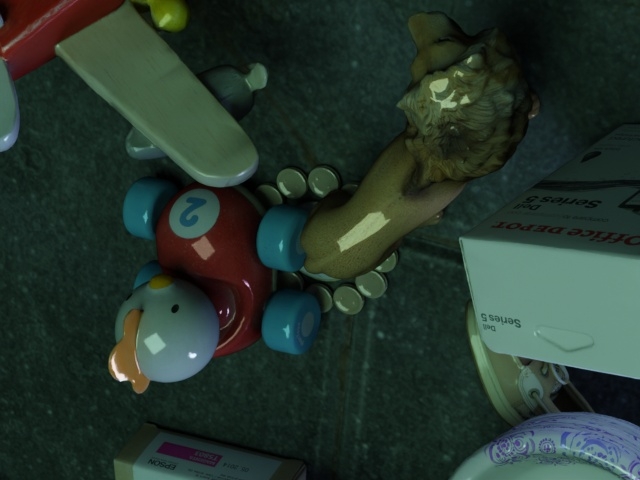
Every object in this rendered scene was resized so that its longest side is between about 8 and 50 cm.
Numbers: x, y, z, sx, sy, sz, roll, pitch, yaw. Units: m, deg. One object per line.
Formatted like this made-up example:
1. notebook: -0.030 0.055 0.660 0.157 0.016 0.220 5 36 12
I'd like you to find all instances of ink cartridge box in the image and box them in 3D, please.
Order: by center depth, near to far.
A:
1. ink cartridge box: 0.286 -0.001 1.192 0.198 0.273 0.114 7 120 45
2. ink cartridge box: -0.138 0.356 1.727 0.235 0.088 0.193 10 120 21

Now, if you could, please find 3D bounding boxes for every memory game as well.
1. memory game: 0.000 0.000 1.518 0.186 0.012 0.186 11 119 21

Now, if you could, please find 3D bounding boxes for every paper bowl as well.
1. paper bowl: 0.261 0.310 1.343 0.284 0.148 0.284 4 99 28

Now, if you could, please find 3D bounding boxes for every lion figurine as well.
1. lion figurine: 0.079 -0.057 1.304 0.142 0.240 0.392 36 122 5

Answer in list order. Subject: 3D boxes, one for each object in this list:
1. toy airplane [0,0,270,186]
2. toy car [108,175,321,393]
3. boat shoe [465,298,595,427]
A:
1. toy airplane: -0.228 -0.242 1.343 0.385 0.272 0.386 1 83 12
2. toy car: -0.151 0.063 1.474 0.219 0.238 0.210 12 121 26
3. boat shoe: 0.246 0.166 1.443 0.089 0.104 0.285 -24 115 24
